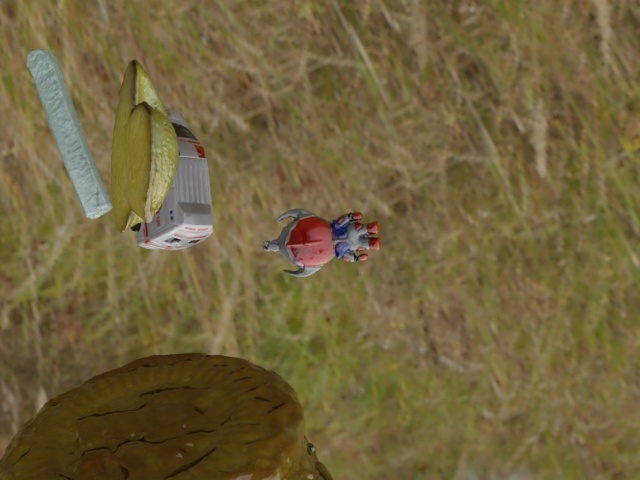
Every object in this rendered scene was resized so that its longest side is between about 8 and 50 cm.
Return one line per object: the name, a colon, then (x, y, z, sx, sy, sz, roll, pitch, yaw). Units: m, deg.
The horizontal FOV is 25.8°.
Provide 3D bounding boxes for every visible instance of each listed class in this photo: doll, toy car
doll: (0.000, -0.001, 2.242, 0.195, 0.062, 0.104, -6, 116, 12)
toy car: (-0.204, -0.093, 1.904, 0.089, 0.209, 0.108, 3, 164, -36)

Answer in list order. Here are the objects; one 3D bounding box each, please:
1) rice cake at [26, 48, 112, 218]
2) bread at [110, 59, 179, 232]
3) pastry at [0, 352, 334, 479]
rice cake: (-0.340, -0.146, 1.888, 0.042, 0.245, 0.045, -22, 170, 5)
bread: (-0.181, -0.105, 1.501, 0.065, 0.187, 0.149, 4, 163, -20)
pastry: (-0.107, 0.189, 0.959, 0.235, 0.240, 0.132, -40, 126, -40)
